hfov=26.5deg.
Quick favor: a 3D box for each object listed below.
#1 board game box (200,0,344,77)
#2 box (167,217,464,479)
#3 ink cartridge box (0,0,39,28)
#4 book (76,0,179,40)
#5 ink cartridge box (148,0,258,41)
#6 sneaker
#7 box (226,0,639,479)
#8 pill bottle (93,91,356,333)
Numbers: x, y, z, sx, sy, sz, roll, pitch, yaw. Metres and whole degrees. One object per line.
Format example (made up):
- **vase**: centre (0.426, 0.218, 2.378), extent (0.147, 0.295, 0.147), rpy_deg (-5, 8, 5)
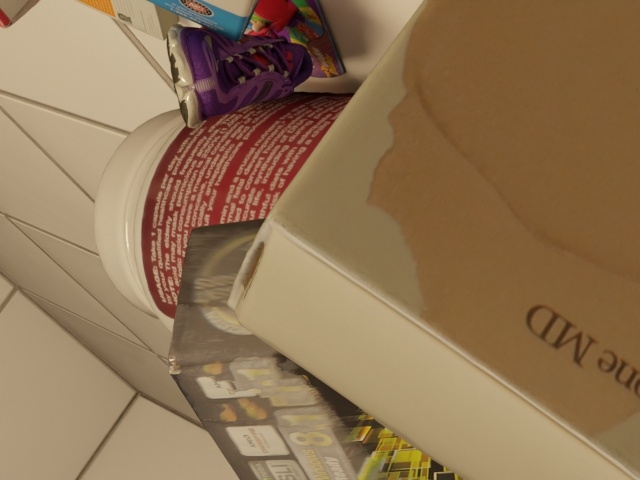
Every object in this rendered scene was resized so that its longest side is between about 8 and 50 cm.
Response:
- **board game box**: centre (-0.055, -0.163, 0.998), extent (0.133, 0.033, 0.169), rpy_deg (27, 163, 25)
- **box**: centre (0.130, 0.123, 0.768), extent (0.318, 0.097, 0.395), rpy_deg (-4, 142, 15)
- **ink cartridge box**: centre (-0.318, -0.288, 0.964), extent (0.283, 0.117, 0.207), rpy_deg (27, 163, 39)
- **book**: centre (-0.186, -0.223, 1.087), extent (0.144, 0.035, 0.096), rpy_deg (29, 160, 16)
- **ink cartridge box**: centre (-0.085, -0.213, 0.784), extent (0.148, 0.086, 0.203), rpy_deg (25, 164, -5)
- **sneaker**: centre (-0.051, -0.119, 0.911), extent (0.071, 0.068, 0.170), rpy_deg (-9, -171, 20)
- **box**: centre (0.119, -0.070, 0.414), extent (0.148, 0.311, 0.121), rpy_deg (34, 164, 1)
- **pill bottle**: centre (0.000, 0.000, 1.016), extent (0.224, 0.224, 0.392), rpy_deg (44, 161, -32)
